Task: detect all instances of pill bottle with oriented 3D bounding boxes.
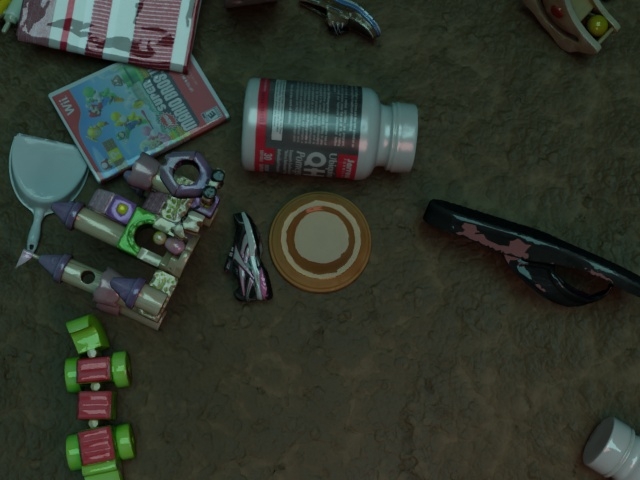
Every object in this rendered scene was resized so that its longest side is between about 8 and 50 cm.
[{"bbox_3d":[0.596,0.418,1.508,0.229,0.131,0.131,31,78,4],"label":"pill bottle"},{"bbox_3d":[0.015,-0.205,1.582,0.318,0.176,0.176,4,78,-2],"label":"pill bottle"}]

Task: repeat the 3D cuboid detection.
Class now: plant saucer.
[{"bbox_3d":[0.000,0.000,1.609,0.200,0.037,0.200,1,77,-3],"label":"plant saucer"}]

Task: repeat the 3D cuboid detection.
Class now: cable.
[{"bbox_3d":[-0.556,-0.523,1.667,0.139,0.072,0.287,13,78,-4],"label":"cable"}]

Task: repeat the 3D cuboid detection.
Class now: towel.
[{"bbox_3d":[-0.397,-0.465,1.620,0.329,0.037,0.237,10,90,-7],"label":"towel"}]

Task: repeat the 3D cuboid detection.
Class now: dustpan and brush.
[{"bbox_3d":[-0.525,-0.082,1.591,0.147,0.060,0.211,12,70,-15],"label":"dustpan and brush"}]

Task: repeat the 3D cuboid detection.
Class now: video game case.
[{"bbox_3d":[-0.349,-0.258,1.634,0.285,0.025,0.204,-30,82,-15],"label":"video game case"}]

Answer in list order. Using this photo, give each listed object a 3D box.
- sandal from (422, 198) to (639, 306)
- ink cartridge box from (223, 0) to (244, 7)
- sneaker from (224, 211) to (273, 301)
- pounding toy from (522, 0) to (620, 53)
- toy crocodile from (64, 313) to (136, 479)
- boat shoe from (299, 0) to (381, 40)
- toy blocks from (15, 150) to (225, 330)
[{"bbox_3d":[0.400,0.041,1.583,0.445,0.167,0.107,20,103,8],"label":"sandal"},{"bbox_3d":[-0.144,-0.598,1.601,0.117,0.201,0.278,-7,100,-5],"label":"ink cartridge box"},{"bbox_3d":[-0.148,0.032,1.580,0.077,0.072,0.178,-14,73,4],"label":"sneaker"},{"bbox_3d":[0.500,-0.514,1.663,0.155,0.154,0.269,-46,102,-11],"label":"pounding toy"},{"bbox_3d":[-0.393,0.301,1.487,0.115,0.105,0.341,-6,79,-4],"label":"toy crocodile"},{"bbox_3d":[0.038,-0.450,1.697,0.183,0.066,0.066,38,83,15],"label":"boat shoe"},{"bbox_3d":[-0.341,-0.027,1.454,0.260,0.309,0.289,27,77,-4],"label":"toy blocks"}]
